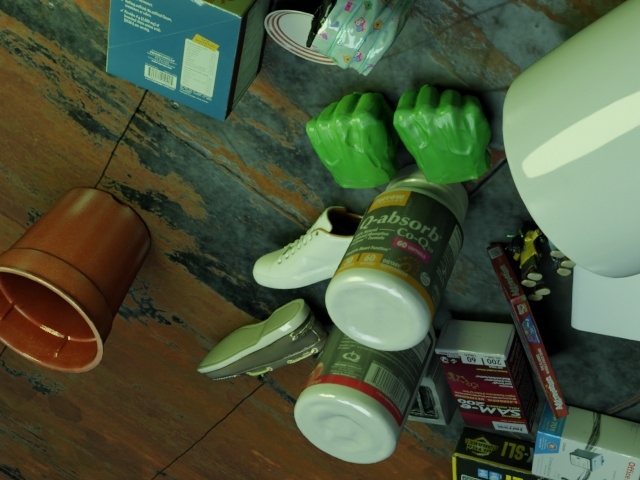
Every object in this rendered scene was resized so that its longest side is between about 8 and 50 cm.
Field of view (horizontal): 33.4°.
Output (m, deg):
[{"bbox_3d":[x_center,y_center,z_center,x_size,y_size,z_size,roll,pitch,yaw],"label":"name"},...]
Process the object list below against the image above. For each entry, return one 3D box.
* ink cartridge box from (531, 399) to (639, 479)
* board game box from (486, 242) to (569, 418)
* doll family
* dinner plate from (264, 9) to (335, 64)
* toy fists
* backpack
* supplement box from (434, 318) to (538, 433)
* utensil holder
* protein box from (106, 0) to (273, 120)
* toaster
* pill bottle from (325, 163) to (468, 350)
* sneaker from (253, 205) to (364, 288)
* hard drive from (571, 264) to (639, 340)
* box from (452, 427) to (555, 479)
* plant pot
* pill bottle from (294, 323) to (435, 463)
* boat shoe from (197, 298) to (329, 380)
[{"bbox_3d":[0.492,0.383,1.946,0.191,0.082,0.139,13,137,18],"label":"ink cartridge box"},{"bbox_3d":[0.339,0.150,1.745,0.027,0.145,0.281,-22,124,7],"label":"board game box"},{"bbox_3d":[0.340,0.001,1.624,0.076,0.111,0.193,15,143,-19],"label":"doll family"},{"bbox_3d":[-0.012,-0.296,1.535,0.141,0.017,0.141,18,165,5],"label":"dinner plate"},{"bbox_3d":[0.115,-0.160,1.580,0.279,0.096,0.142,-1,142,27],"label":"toy fists"},{"bbox_3d":[0.058,-0.304,1.392,0.115,0.182,0.152,27,139,1],"label":"backpack"},{"bbox_3d":[0.299,0.244,1.898,0.130,0.073,0.239,2,139,28],"label":"supplement box"},{"bbox_3d":[0.451,-0.158,1.230,0.327,0.327,0.385,43,140,-17],"label":"utensil holder"},{"bbox_3d":[-0.188,-0.318,1.546,0.200,0.136,0.201,23,139,6],"label":"protein box"},{"bbox_3d":[0.163,0.249,1.964,0.168,0.110,0.185,4,134,24],"label":"toaster"},{"bbox_3d":[0.125,0.019,1.615,0.162,0.278,0.162,15,138,14],"label":"pill bottle"},{"bbox_3d":[0.000,0.000,1.815,0.290,0.106,0.123,-12,117,27],"label":"sneaker"},{"bbox_3d":[0.489,0.036,1.618,0.203,0.040,0.307,10,136,20],"label":"hard drive"},{"bbox_3d":[0.428,0.509,2.116,0.322,0.079,0.257,11,135,19],"label":"box"},{"bbox_3d":[-0.464,0.057,1.987,0.273,0.265,0.272,16,139,14],"label":"plant pot"},{"bbox_3d":[0.091,0.199,1.789,0.176,0.318,0.176,15,137,15],"label":"pill bottle"},{"bbox_3d":[-0.115,0.216,2.081,0.324,0.116,0.096,-30,111,38],"label":"boat shoe"}]
